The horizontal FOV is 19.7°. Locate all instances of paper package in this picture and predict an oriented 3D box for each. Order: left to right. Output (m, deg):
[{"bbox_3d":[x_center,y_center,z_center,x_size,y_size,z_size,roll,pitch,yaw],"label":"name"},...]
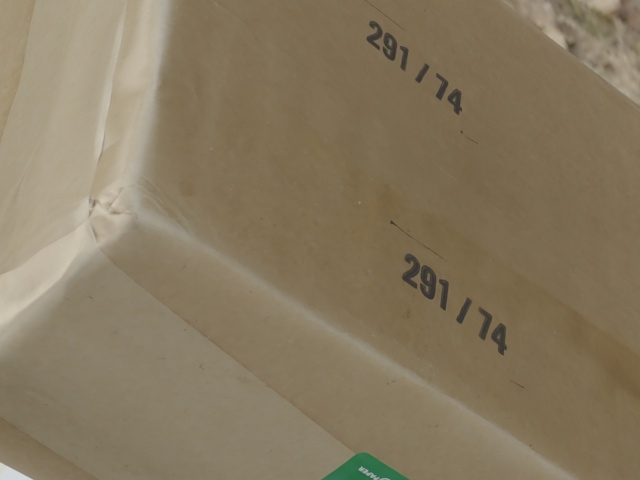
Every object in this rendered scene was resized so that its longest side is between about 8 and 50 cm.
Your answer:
[{"bbox_3d":[0.000,0.000,0.853,0.168,0.325,0.309,-36,34,34],"label":"paper package"}]

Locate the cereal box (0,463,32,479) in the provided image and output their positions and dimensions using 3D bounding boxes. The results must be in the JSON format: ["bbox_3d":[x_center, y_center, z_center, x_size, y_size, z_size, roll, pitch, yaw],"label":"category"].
[{"bbox_3d":[-0.192,0.172,1.288,0.173,0.047,0.240,10,63,57],"label":"cereal box"}]
